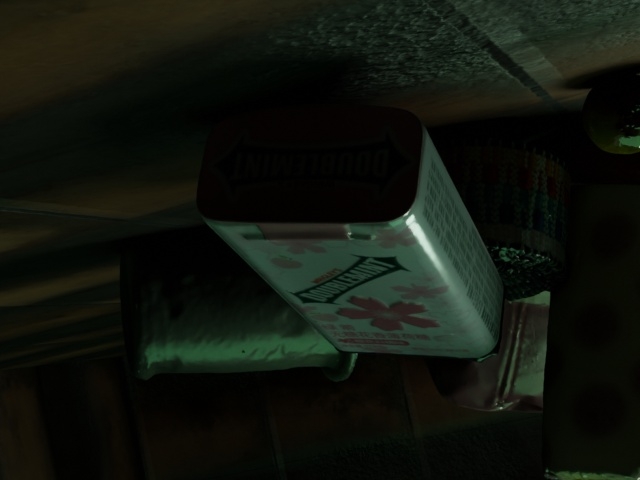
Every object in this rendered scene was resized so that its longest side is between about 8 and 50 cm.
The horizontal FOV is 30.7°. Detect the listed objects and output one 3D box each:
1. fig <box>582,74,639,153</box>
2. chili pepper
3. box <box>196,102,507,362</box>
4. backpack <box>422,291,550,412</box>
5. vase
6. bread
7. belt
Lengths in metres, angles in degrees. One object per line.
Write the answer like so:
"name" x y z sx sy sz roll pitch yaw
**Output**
"fig" 0.295 -0.125 1.137 0.084 0.082 0.098 -48 -173 5
"chili pepper" 0.318 -0.081 1.416 0.253 0.136 0.144 -7 -152 38
"box" 0.047 0.008 1.061 0.190 0.112 0.369 3 160 20
"backpack" 0.263 0.085 1.577 0.283 0.317 0.197 7 -155 7
"vase" -0.113 0.083 1.549 0.291 0.245 0.245 -4 171 -16
"bread" 0.336 0.116 1.307 0.155 0.338 0.187 -5 155 36
"belt" 0.161 -0.024 1.326 0.207 0.160 0.295 9 165 -14
